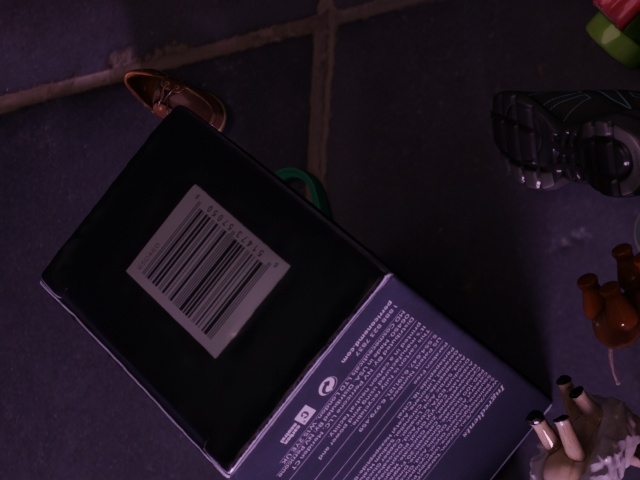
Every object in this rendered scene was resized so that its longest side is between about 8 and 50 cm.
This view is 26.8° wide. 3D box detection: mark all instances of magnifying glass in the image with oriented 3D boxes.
[{"bbox_3d":[0.000,0.000,1.558,0.092,0.026,0.231,-54,50,17],"label":"magnifying glass"}]

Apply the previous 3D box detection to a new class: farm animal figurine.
[{"bbox_3d":[0.369,0.114,1.107,0.330,0.172,0.326,-9,31,39],"label":"farm animal figurine"}]

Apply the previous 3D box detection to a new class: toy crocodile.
[{"bbox_3d":[0.277,-0.281,1.333,0.115,0.105,0.340,-48,53,21],"label":"toy crocodile"}]

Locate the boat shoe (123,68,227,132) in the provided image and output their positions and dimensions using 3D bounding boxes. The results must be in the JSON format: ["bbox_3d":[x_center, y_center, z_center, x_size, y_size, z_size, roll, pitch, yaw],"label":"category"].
[{"bbox_3d":[-0.191,-0.179,1.737,0.178,0.060,0.064,30,100,41],"label":"boat shoe"}]

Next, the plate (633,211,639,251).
[{"bbox_3d":[0.360,-0.027,1.146,0.188,0.024,0.188,-24,25,12],"label":"plate"}]

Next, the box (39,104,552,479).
[{"bbox_3d":[-0.010,0.096,1.260,0.293,0.395,0.212,39,92,36],"label":"box"}]

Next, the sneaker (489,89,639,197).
[{"bbox_3d":[0.266,-0.099,1.316,0.267,0.106,0.101,27,132,58],"label":"sneaker"}]
